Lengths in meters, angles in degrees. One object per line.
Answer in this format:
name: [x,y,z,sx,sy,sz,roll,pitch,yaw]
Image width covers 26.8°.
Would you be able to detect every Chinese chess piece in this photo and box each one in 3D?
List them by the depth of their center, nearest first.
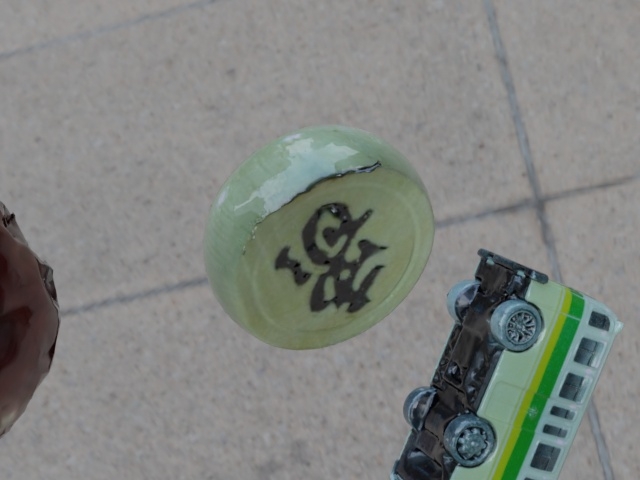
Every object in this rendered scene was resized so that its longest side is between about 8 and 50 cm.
Chinese chess piece: [0.000,0.000,0.810,0.144,0.144,0.058,-31,44,-6]

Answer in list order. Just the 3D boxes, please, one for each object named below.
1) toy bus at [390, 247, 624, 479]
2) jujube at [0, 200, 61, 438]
toy bus: [0.200,0.166,1.432,0.276,0.165,0.134,-69,22,4]
jujube: [-0.264,0.008,0.614,0.342,0.216,0.216,14,59,37]
